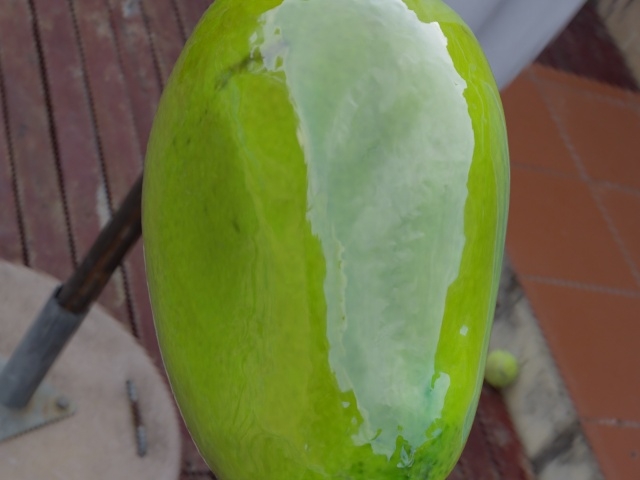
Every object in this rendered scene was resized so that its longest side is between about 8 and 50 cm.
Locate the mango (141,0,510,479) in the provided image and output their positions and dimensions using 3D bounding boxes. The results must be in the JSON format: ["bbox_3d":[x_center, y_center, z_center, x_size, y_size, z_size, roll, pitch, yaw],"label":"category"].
[{"bbox_3d":[-0.005,-0.001,0.393,0.089,0.117,0.163,17,78,-43],"label":"mango"}]
